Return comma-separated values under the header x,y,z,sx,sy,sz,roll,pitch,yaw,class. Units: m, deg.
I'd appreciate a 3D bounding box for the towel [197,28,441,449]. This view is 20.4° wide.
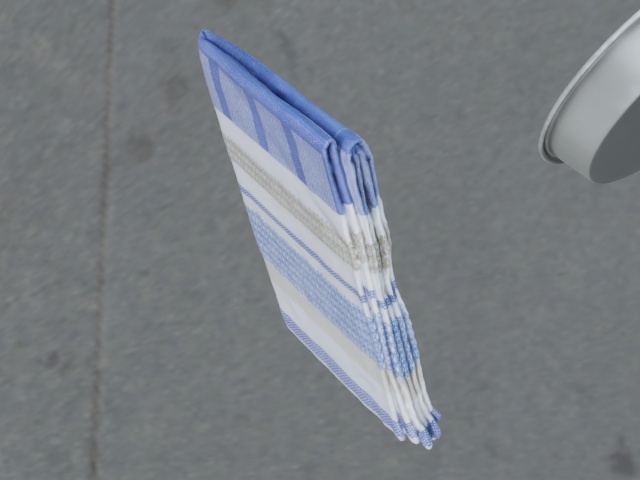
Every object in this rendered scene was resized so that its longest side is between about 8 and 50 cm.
x,y,z,sx,sy,sz,roll,pitch,yaw,class
0.000,0.000,1.276,0.034,0.209,0.285,-30,129,-17,towel

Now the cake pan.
x,y,z,sx,sy,sz,roll,pitch,yaw,class
0.335,-0.158,1.677,0.293,0.293,0.054,-28,69,-29,cake pan
